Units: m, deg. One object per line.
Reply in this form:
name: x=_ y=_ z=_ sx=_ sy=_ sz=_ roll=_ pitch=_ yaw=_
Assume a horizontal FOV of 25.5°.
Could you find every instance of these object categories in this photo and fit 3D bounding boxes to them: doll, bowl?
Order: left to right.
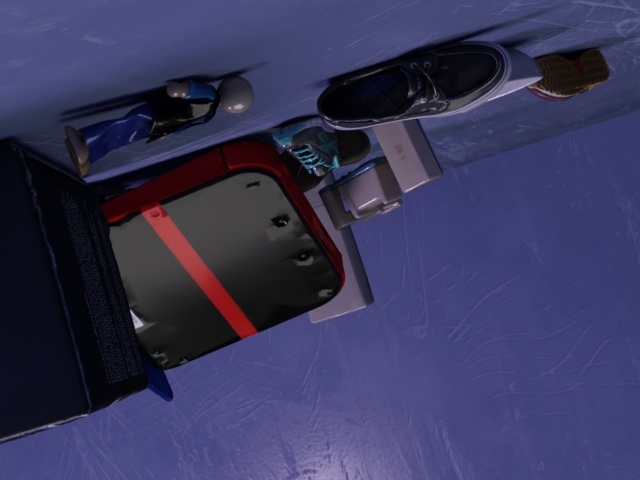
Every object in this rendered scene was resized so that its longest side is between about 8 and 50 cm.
doll: x=-0.155 y=-0.119 z=1.382 sx=0.189 sy=0.046 sz=0.129 roll=-22 pitch=170 yaw=-13
bowl: x=0.190 y=-0.203 z=1.781 sx=0.142 sy=0.053 sz=0.142 roll=-15 pitch=178 yaw=-43

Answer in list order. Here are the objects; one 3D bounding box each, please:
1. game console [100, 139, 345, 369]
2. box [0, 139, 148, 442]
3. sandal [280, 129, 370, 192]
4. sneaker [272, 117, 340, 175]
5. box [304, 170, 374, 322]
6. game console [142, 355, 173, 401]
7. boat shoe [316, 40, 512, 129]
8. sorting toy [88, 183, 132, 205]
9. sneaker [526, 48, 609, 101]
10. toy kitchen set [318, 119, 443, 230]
game console: x=-0.164 y=0.029 z=2.047 sx=0.342 sy=0.060 sz=0.386 roll=-22 pitch=142 yaw=8
box: x=-0.481 y=0.110 z=1.593 sx=0.479 sy=0.298 sz=0.472 roll=-17 pitch=176 yaw=0
sandal: x=0.004 y=-0.130 z=2.111 sx=0.180 sy=0.072 sz=0.049 roll=-27 pitch=162 yaw=-29
sneaker: x=-0.010 y=-0.125 z=1.927 sx=0.065 sy=0.076 sz=0.166 roll=-18 pitch=177 yaw=23
box: x=0.000 y=0.000 z=2.519 sx=0.113 sy=0.275 sz=0.094 roll=-17 pitch=179 yaw=12
game console: x=-0.388 y=0.131 z=2.212 sx=0.250 sy=0.293 sz=0.173 roll=-15 pitch=144 yaw=-19
boat shoe: x=0.102 y=-0.176 z=1.604 sx=0.228 sy=0.080 sz=0.076 roll=-9 pitch=-179 yaw=15
sorting toy: x=-0.349 y=-0.036 z=2.029 sx=0.132 sy=0.046 sz=0.274 roll=-17 pitch=178 yaw=8
sneaker: x=0.338 y=-0.228 z=2.043 sx=0.185 sy=0.070 sz=0.084 roll=-13 pitch=171 yaw=-44
toy kitchen set: x=0.103 y=-0.118 z=2.106 sx=0.207 sy=0.122 sz=0.166 roll=-28 pitch=175 yaw=37
